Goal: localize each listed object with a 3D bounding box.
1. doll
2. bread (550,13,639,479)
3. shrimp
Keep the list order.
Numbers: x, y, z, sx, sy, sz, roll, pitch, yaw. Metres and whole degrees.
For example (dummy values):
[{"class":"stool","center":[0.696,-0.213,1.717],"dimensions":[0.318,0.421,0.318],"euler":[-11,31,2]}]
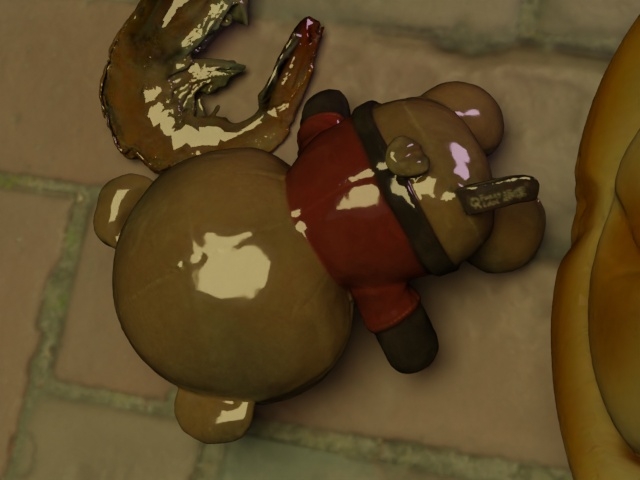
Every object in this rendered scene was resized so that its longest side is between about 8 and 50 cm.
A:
[{"class":"doll","center":[0.000,0.000,1.488],"dimensions":[0.330,0.174,0.235],"euler":[-27,78,7]},{"class":"bread","center":[0.310,0.036,1.311],"dimensions":[0.329,0.245,0.424],"euler":[3,79,36]},{"class":"shrimp","center":[-0.074,-0.160,1.613],"dimensions":[0.173,0.058,0.253],"euler":[43,95,13]}]
